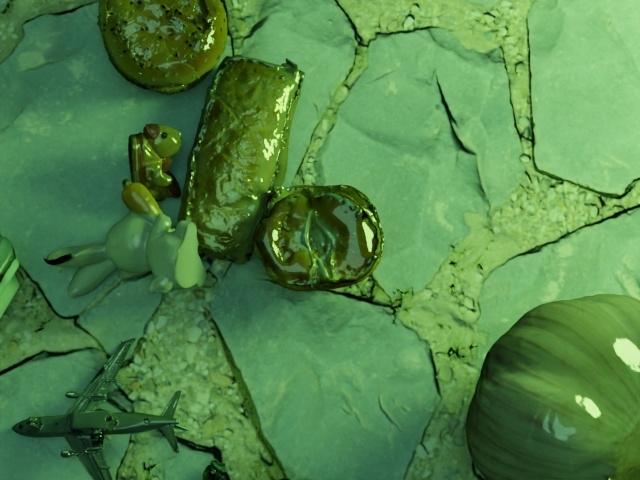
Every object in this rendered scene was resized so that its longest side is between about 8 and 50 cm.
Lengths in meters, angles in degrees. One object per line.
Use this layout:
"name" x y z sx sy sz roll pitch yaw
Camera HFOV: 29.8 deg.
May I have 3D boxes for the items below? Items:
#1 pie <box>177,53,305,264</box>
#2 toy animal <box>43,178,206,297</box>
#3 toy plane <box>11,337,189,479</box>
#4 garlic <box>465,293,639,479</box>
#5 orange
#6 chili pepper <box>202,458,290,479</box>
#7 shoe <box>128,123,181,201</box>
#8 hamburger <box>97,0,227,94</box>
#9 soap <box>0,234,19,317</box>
"pie" -0.105 -0.115 1.572 0.128 0.068 0.282 14 80 3
"toy animal" -0.246 0.007 1.526 0.181 0.131 0.127 12 46 27
"toy plane" -0.281 0.233 1.523 0.226 0.058 0.226 1 67 -3
"garlic" 0.315 0.202 1.452 0.317 0.259 0.317 -5 102 -25
"orange" 0.000 0.000 1.540 0.160 0.112 0.170 -44 68 -3
"chili pepper" -0.059 0.372 1.467 0.165 0.261 0.174 26 99 -39
"shoe" -0.215 -0.100 1.563 0.069 0.072 0.109 -3 102 -16
"hamburger" -0.208 -0.286 1.567 0.177 0.113 0.186 7 83 0
"soap" -0.481 0.096 1.460 0.150 0.094 0.261 18 50 4
